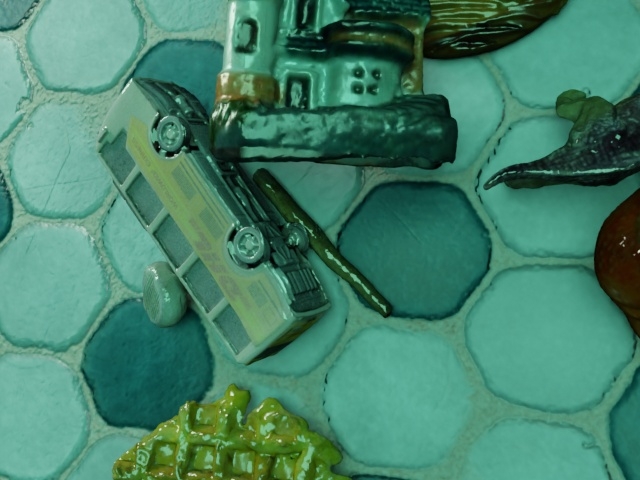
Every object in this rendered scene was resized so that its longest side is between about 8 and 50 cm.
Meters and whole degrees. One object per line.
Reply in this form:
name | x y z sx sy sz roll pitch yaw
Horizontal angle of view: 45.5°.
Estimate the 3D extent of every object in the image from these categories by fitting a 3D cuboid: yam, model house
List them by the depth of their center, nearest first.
model house | 0.015 -0.216 0.790 0.253 0.184 0.291 2 91 -2
yam | 0.000 0.001 0.882 0.234 0.027 0.029 46 126 15

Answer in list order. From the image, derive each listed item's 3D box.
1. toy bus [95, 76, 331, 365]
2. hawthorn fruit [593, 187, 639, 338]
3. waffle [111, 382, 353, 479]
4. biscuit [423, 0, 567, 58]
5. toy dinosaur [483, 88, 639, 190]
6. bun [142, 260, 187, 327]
toy bus | -0.125 -0.029 0.877 0.138 0.097 0.343 -45 74 26
hawthorn fruit | 0.393 -0.005 0.710 0.243 0.207 0.207 -41 74 -16
waffle | -0.103 0.331 0.841 0.325 0.068 0.302 -43 74 7
biscuit | 0.160 -0.367 0.891 0.317 0.040 0.318 -2 81 13
toy dinosaur | 0.296 -0.110 0.755 0.294 0.162 0.077 -29 108 9
bun | -0.181 0.064 0.901 0.045 0.083 0.083 -10 76 -29
